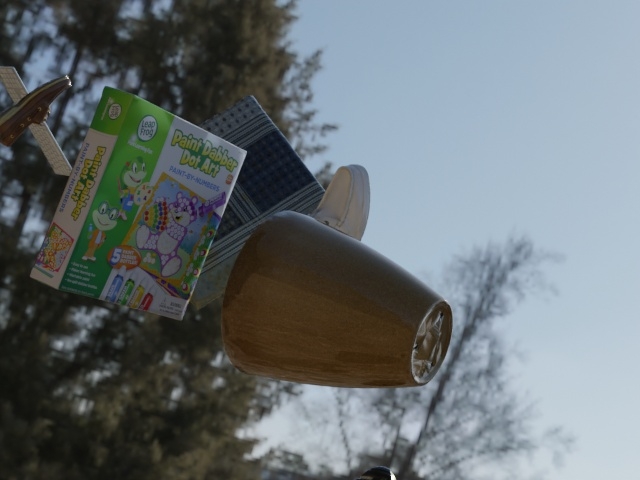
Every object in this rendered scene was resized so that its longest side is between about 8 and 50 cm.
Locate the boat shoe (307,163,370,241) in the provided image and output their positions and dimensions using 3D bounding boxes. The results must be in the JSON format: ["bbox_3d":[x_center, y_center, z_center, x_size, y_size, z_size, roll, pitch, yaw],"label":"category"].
[{"bbox_3d":[0.000,0.000,1.889,0.096,0.277,0.098,17,0,-31],"label":"boat shoe"}]

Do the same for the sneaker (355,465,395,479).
[{"bbox_3d":[0.079,0.433,1.681,0.082,0.208,0.094,5,-11,33],"label":"sneaker"}]

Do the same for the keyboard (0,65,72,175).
[{"bbox_3d":[-0.562,-0.233,2.279,0.072,0.014,0.256,16,-41,48],"label":"keyboard"}]

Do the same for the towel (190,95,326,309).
[{"bbox_3d":[-0.174,-0.071,2.071,0.312,0.324,0.056,53,-15,19],"label":"towel"}]

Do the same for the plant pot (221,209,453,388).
[{"bbox_3d":[0.040,0.102,1.549,0.254,0.237,0.237,15,-13,29],"label":"plant pot"}]

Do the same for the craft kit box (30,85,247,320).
[{"bbox_3d":[-0.219,-0.038,1.449,0.061,0.246,0.250,17,-2,32],"label":"craft kit box"}]

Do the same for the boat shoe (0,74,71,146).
[{"bbox_3d":[-0.528,-0.239,2.128,0.060,0.178,0.064,55,-20,-16],"label":"boat shoe"}]
